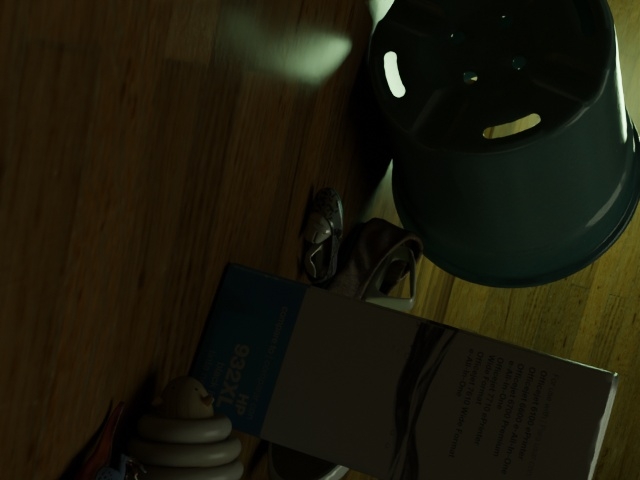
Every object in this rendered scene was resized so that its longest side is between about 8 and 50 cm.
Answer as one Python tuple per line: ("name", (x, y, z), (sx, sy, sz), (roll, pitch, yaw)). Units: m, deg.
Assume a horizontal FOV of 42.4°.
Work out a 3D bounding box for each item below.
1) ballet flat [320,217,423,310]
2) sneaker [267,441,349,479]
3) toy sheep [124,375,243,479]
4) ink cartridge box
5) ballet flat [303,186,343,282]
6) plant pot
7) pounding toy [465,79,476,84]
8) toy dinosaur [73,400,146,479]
("ballet flat", (0.054, 0.075, 0.991), (0.316, 0.106, 0.108), (-59, 159, -46))
("sneaker", (0.013, 0.235, 1.005), (0.290, 0.105, 0.123), (-52, 151, -60))
("toy sheep", (-0.094, 0.159, 0.561), (0.091, 0.091, 0.132), (17, 70, -76))
("ink cartridge box", (0.071, 0.139, 0.710), (0.223, 0.307, 0.129), (55, 52, -72))
("ballet flat", (0.000, 0.000, 0.848), (0.041, 0.041, 0.114), (-58, 158, -48))
("plant pot", (0.218, -0.148, 0.992), (0.334, 0.341, 0.341), (47, 59, -65))
("pounding toy", (0.204, -0.196, 1.341), (0.141, 0.100, 0.130), (-34, 138, -53))
("toy dinosaur", (-0.145, 0.150, 0.488), (0.082, 0.047, 0.090), (0, 72, -66))
